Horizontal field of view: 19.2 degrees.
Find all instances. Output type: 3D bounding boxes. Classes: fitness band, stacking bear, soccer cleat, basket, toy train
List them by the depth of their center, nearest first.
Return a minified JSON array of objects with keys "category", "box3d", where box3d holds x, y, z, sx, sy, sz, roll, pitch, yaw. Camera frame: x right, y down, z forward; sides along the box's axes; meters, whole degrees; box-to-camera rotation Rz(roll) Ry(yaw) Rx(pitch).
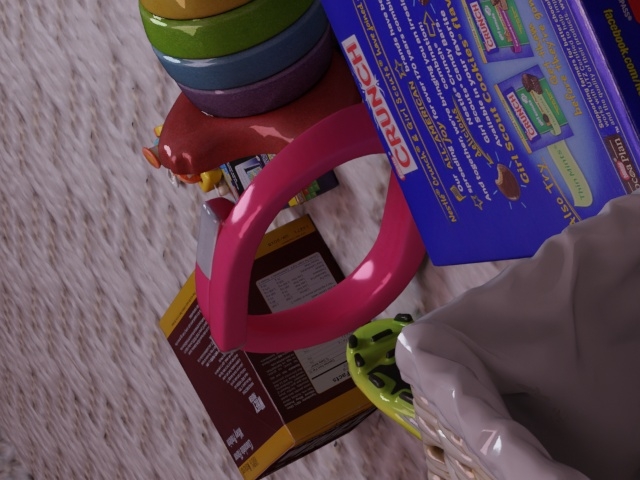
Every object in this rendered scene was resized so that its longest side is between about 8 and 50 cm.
[{"category":"basket","box3d":[0.268,0.146,1.030,0.328,0.331,0.266,44,156,39]},{"category":"stacking bear","box3d":[-0.084,-0.219,1.530,0.164,0.175,0.289,-75,-28,-48]},{"category":"fitness band","box3d":[0.000,0.000,1.568,0.054,0.209,0.291,57,156,29]},{"category":"soccer cleat","box3d":[0.115,0.163,1.647,0.289,0.093,0.121,37,152,47]},{"category":"toy train","box3d":[-0.140,-0.055,2.011,0.166,0.046,0.125,41,148,41]}]

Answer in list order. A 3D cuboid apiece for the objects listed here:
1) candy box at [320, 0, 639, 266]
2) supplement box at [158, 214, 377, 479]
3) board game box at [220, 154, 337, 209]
[{"category":"candy box","box3d":[0.138,-0.131,1.259,0.317,0.122,0.268,-8,108,65]},{"category":"supplement box","box3d":[-0.043,0.112,1.875,0.194,0.129,0.191,60,156,10]},{"category":"board game box","box3d":[-0.062,-0.109,1.792,0.141,0.048,0.170,-16,99,64]}]
